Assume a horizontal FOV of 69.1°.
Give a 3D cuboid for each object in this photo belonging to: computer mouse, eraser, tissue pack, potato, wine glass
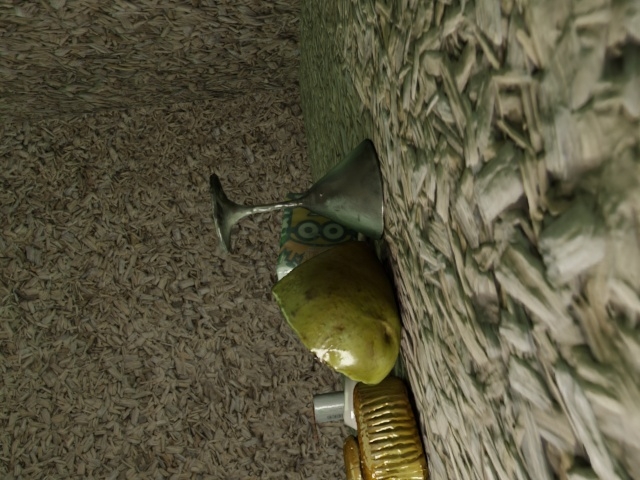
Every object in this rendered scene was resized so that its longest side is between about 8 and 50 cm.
[{"bbox_3d":[0.137,0.452,1.361,0.297,0.121,0.184,67,-151,-72],"label":"computer mouse"},{"bbox_3d":[0.092,0.589,1.665,0.174,0.227,0.081,85,179,-53],"label":"eraser"},{"bbox_3d":[0.000,0.000,1.380,0.128,0.228,0.310,86,-175,-48],"label":"tissue pack"},{"bbox_3d":[0.097,0.162,1.078,0.330,0.212,0.280,21,-154,-52],"label":"potato"},{"bbox_3d":[-0.058,-0.093,1.179,0.267,0.406,0.267,169,90,-85],"label":"wine glass"}]

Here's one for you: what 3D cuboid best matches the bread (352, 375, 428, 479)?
[{"bbox_3d":[0.156,0.458,1.105,0.227,0.143,0.253,74,-177,-58],"label":"bread"}]

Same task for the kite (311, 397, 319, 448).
[{"bbox_3d":[-0.016,0.676,1.684,0.198,0.006,0.244,-101,4,-71],"label":"kite"}]

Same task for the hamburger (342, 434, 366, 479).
[{"bbox_3d":[0.172,0.966,1.958,0.259,0.145,0.283,-110,7,-60],"label":"hamburger"}]
